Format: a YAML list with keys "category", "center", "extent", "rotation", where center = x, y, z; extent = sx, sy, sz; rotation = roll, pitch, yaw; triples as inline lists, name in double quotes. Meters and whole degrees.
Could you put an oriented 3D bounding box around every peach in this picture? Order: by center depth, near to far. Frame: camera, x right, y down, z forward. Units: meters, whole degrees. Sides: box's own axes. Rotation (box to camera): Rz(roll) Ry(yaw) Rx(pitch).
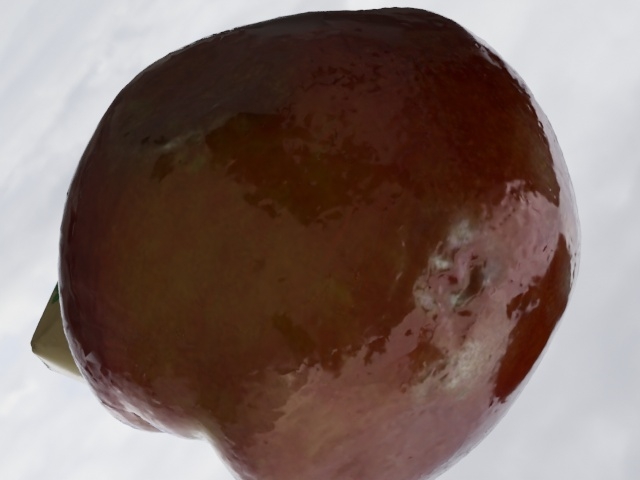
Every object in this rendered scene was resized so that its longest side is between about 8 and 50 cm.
- category: "peach"
  center: [0.000, 0.000, 0.569]
  extent: [0.243, 0.243, 0.199]
  rotation: [-56, -167, -5]

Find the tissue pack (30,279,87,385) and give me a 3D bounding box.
- category: "tissue pack"
  center: [-0.036, 0.028, 0.722]
  extent: [0.090, 0.222, 0.186]
  rotation: [87, 24, -69]
